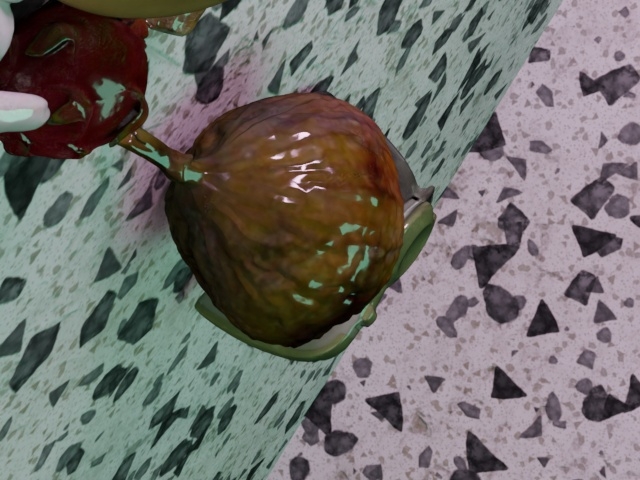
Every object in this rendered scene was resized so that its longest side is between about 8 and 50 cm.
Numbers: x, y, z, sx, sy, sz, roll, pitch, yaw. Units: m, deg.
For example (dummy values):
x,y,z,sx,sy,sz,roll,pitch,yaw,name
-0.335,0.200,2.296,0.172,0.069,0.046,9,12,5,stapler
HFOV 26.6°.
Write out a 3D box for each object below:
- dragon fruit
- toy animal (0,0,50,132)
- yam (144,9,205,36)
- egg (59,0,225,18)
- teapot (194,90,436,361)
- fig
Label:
x,y,z,sx,sy,sz,roll,pitch,yaw,name
-0.195,-0.131,1.081,0.166,0.133,0.136,-44,154,-34,dragon fruit
-0.276,-0.090,0.911,0.138,0.140,0.282,-35,152,-35,toy animal
-0.074,-0.317,1.212,0.300,0.066,0.066,-59,165,11,yam
-0.113,-0.251,0.923,0.244,0.201,0.201,-1,129,-37,egg
0.004,-0.015,1.755,0.321,0.239,0.239,-47,162,-28,teapot
-0.096,-0.049,1.472,0.368,0.286,0.286,21,105,-40,fig
